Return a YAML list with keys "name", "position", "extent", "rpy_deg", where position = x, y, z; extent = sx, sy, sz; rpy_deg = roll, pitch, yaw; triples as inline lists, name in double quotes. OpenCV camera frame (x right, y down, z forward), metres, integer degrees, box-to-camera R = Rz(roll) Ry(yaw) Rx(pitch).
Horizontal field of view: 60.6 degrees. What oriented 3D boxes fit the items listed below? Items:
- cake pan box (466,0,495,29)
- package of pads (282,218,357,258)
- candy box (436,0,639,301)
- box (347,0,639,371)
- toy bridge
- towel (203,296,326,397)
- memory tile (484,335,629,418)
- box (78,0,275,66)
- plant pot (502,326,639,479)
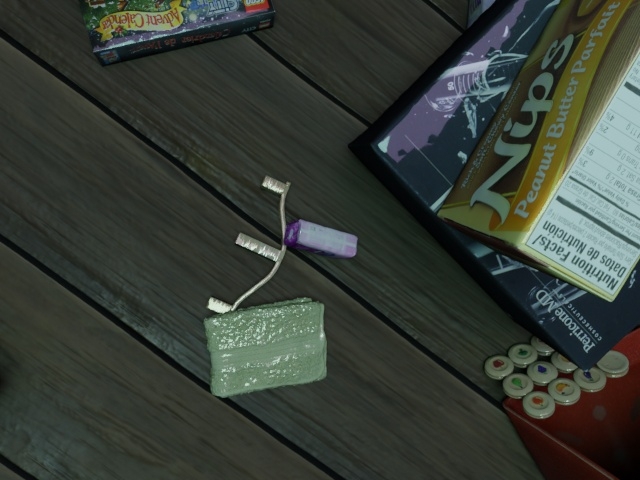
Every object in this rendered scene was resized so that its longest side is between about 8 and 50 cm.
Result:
- name: "cake pan box"
  position: [0.320, -0.228, 0.758]
  extent: [0.266, 0.070, 0.246]
  rpy_deg: [7, 81, -8]
- name: "package of pads"
  position: [0.000, 0.000, 0.682]
  extent: [0.083, 0.050, 0.032]
  rpy_deg: [16, 76, -25]
- name: "candy box"
  position: [0.227, -0.126, 0.429]
  extent: [0.087, 0.183, 0.317]
  rpy_deg: [28, 96, -8]
- name: "box"
  position: [0.265, -0.095, 0.622]
  extent: [0.343, 0.179, 0.312]
  rpy_deg: [44, 94, -10]
- name: "toy bridge"
  position: [-0.077, 0.010, 0.693]
  extent: [0.063, 0.026, 0.188]
  rpy_deg: [25, 80, -7]
- name: "towel"
  position: [-0.064, 0.130, 0.668]
  extent: [0.148, 0.027, 0.110]
  rpy_deg: [-7, 96, -13]
- name: "memory tile"
  position: [0.296, 0.159, 0.694]
  extent: [0.148, 0.113, 0.012]
  rpy_deg: [-23, 122, -11]
- name: "box"
  position: [-0.192, -0.332, 0.706]
  extent: [0.233, 0.044, 0.159]
  rpy_deg: [-17, 86, -10]
- name: "plant pot"
  position: [0.425, 0.275, 0.632]
  extent: [0.267, 0.267, 0.236]
  rpy_deg: [-24, 100, -10]
